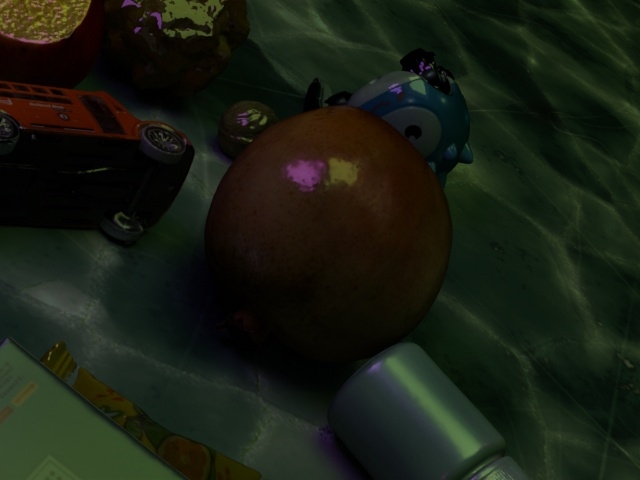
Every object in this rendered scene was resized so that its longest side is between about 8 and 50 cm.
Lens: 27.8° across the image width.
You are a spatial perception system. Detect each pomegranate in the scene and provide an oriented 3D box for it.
[{"bbox_3d":[0.000,0.000,1.524,0.319,0.319,0.319,25,30,-16],"label":"pomegranate"}]

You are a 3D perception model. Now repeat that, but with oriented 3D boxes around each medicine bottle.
[{"bbox_3d":[0.123,0.233,1.430,0.225,0.139,0.139,48,32,23],"label":"medicine bottle"}]

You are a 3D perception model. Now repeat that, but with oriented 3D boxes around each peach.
[{"bbox_3d":[-0.361,-0.281,1.644,0.190,0.192,0.190,18,25,-9],"label":"peach"}]

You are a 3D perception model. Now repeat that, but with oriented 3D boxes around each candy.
[{"bbox_3d":[-0.161,0.224,1.218,0.297,0.081,0.187,36,28,-11],"label":"candy"}]

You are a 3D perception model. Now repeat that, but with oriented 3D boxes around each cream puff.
[{"bbox_3d":[-0.215,-0.324,1.846,0.244,0.244,0.196,19,-3,-26],"label":"cream puff"}]

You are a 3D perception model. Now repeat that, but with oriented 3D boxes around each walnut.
[{"bbox_3d":[-0.102,-0.157,1.830,0.092,0.092,0.092,25,30,-16],"label":"walnut"}]

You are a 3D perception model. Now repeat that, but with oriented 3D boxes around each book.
[{"bbox_3d":[-0.199,0.275,1.067,0.379,0.031,0.264,38,50,5],"label":"book"}]

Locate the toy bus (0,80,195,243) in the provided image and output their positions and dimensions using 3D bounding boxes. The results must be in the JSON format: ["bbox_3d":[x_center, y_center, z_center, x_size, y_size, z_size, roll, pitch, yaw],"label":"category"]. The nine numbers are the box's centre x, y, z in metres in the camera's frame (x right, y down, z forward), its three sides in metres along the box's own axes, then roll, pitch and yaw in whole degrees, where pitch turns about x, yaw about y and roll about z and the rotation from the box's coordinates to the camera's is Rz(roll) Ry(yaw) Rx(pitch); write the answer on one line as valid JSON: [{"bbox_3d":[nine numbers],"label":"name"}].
[{"bbox_3d":[-0.313,-0.098,1.473,0.329,0.143,0.153,2,40,-41],"label":"toy bus"}]

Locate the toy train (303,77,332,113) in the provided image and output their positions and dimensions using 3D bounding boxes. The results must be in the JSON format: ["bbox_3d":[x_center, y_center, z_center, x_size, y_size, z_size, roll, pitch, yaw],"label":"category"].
[{"bbox_3d":[0.002,-0.188,2.015,0.048,0.055,0.252,26,31,-14],"label":"toy train"}]

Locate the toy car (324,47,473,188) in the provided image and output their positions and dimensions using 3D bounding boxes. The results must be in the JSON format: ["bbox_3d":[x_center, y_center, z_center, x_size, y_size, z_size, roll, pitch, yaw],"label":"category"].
[{"bbox_3d":[0.140,-0.166,1.983,0.190,0.188,0.255,67,14,15],"label":"toy car"}]
